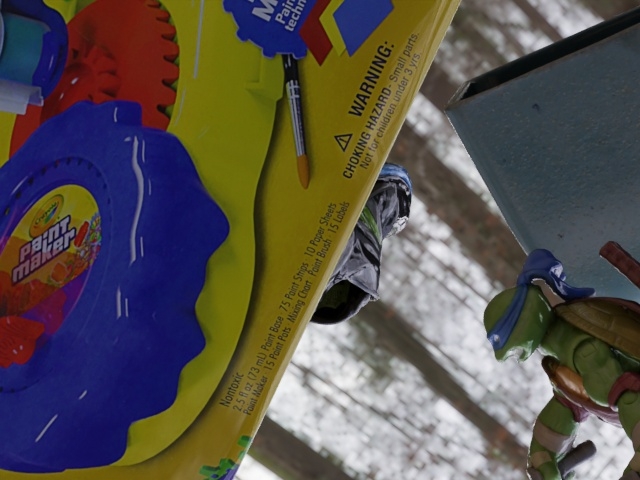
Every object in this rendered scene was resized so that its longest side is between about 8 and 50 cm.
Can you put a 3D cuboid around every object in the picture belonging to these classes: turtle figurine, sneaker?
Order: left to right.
[{"bbox_3d":[0.000,0.000,0.764,0.067,0.078,0.188,-2,-172,16],"label":"sneaker"},{"bbox_3d":[0.213,0.158,1.031,0.198,0.266,0.274,111,-3,-52],"label":"turtle figurine"}]

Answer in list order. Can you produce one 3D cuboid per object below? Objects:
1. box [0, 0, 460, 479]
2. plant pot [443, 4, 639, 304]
[{"bbox_3d":[-0.143,-0.049,0.558,0.290,0.279,0.177,-65,-157,4],"label":"box"},{"bbox_3d":[0.277,-0.062,1.359,0.248,0.252,0.247,-22,-173,12],"label":"plant pot"}]
